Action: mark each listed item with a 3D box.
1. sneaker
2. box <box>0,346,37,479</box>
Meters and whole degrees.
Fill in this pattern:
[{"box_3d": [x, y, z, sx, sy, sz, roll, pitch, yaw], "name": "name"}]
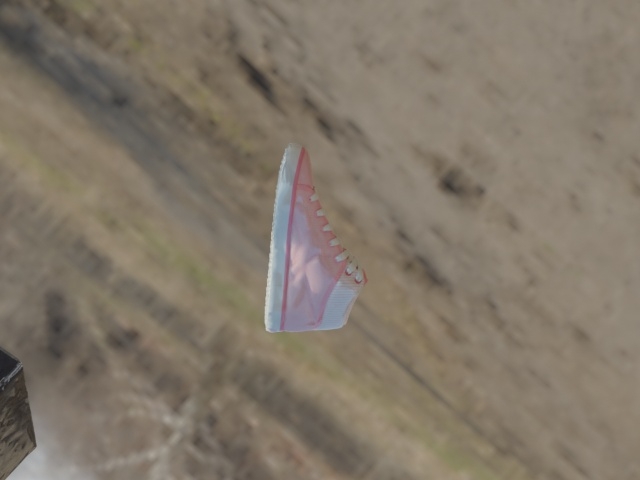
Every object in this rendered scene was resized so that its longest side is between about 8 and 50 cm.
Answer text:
[{"box_3d": [0.000, 0.000, 1.382, 0.070, 0.134, 0.051, 4, -169, -1], "name": "sneaker"}, {"box_3d": [-0.472, 0.179, 1.856, 0.296, 0.294, 0.182, 33, 152, 18], "name": "box"}]
